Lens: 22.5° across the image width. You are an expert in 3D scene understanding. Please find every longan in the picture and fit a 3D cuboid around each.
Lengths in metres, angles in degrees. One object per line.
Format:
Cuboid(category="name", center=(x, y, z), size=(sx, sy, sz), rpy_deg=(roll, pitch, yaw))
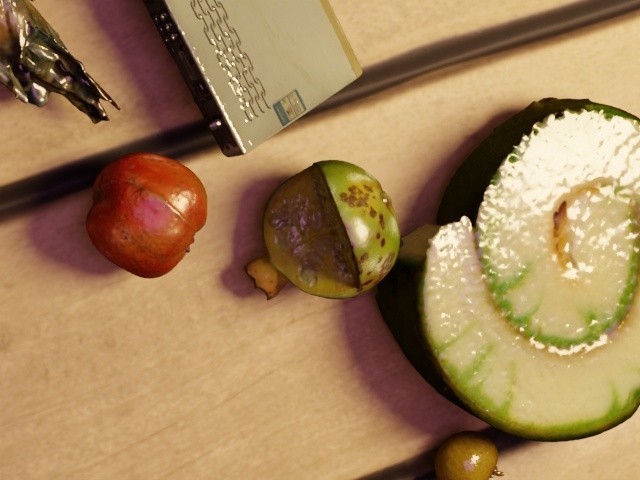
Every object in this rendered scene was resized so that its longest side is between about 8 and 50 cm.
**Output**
Cuboid(category="longan", center=(0.166, 0.248, 1.772), size=(0.083, 0.075, 0.075), rpy_deg=(24, 87, -18))

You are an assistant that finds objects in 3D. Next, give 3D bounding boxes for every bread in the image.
Cuboid(category="bread", center=(0.245, 0.029, 1.747), size=(0.382, 0.129, 0.366), rpy_deg=(-2, 99, -18))

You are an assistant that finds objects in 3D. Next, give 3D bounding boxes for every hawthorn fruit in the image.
Cuboid(category="hawthorn fruit", center=(-0.174, -0.026, 1.603), size=(0.128, 0.128, 0.128), rpy_deg=(-2, 96, -19))

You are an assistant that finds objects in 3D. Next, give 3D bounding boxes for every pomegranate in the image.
Cuboid(category="pomegranate", center=(0.009, -0.004, 1.669), size=(0.143, 0.169, 0.122), rpy_deg=(52, 35, 12))

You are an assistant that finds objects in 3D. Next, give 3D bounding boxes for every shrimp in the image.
Cuboid(category="shrimp", center=(-0.304, -0.316, 1.551), size=(0.272, 0.085, 0.445), rpy_deg=(-35, 103, -19))

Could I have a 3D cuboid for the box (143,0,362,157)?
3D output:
Cuboid(category="box", center=(-0.087, -0.241, 1.621), size=(0.211, 0.045, 0.270), rpy_deg=(-38, 108, -32))
